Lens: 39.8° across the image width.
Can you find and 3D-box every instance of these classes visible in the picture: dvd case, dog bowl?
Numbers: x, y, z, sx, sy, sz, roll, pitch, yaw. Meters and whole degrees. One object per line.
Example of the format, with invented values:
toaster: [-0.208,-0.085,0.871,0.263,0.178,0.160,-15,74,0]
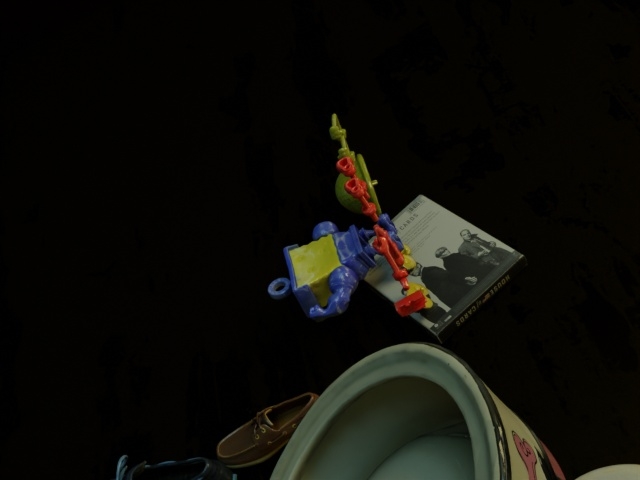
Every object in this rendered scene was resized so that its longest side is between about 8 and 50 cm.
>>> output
dvd case: [0.169,0.036,1.353,0.179,0.029,0.239,-41,41,-11]
dog bowl: [0.090,0.322,0.920,0.408,0.150,0.408,-43,30,33]

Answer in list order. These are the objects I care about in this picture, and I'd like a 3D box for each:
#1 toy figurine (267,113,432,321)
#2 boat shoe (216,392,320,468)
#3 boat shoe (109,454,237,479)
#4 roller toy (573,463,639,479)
toy figurine: [0.000,0.000,1.338,0.217,0.191,0.362,-30,39,10]
boat shoe: [-0.072,0.263,1.249,0.178,0.060,0.064,-26,41,7]
boat shoe: [-0.246,0.345,1.251,0.258,0.089,0.109,-21,42,12]
roller toy: [0.321,0.335,0.873,0.191,0.146,0.209,-53,37,-12]
